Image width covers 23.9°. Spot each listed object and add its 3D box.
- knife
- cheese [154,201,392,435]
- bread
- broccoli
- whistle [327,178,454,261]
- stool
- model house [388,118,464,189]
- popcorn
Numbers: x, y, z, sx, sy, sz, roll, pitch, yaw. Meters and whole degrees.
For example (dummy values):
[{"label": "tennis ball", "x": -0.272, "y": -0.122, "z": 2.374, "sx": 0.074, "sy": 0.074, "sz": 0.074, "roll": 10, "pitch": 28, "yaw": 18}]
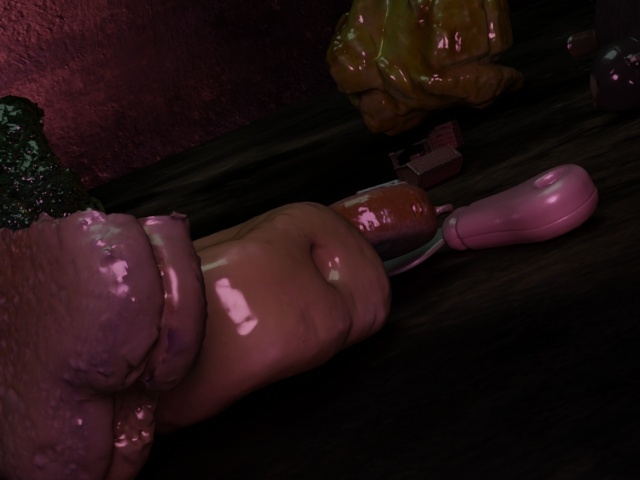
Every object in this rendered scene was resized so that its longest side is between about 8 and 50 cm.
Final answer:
[{"label": "knife", "x": 0.090, "y": 0.008, "z": 1.272, "sx": 0.336, "sy": 0.043, "sz": 0.081, "roll": -21, "pitch": 16, "yaw": 44}, {"label": "cheese", "x": -0.059, "y": 0.049, "z": 1.079, "sx": 0.218, "sy": 0.117, "sz": 0.235, "roll": -24, "pitch": 7, "yaw": -20}, {"label": "bread", "x": -0.185, "y": 0.082, "z": 0.982, "sx": 0.102, "sy": 0.183, "sz": 0.337, "roll": -6, "pitch": -3, "yaw": -39}, {"label": "broccoli", "x": -0.367, "y": -0.016, "z": 1.785, "sx": 0.275, "sy": 0.308, "sz": 0.308, "roll": 2, "pitch": -6, "yaw": -36}, {"label": "whistle", "x": 0.000, "y": 0.000, "z": 1.207, "sx": 0.220, "sy": 0.057, "sz": 0.107, "roll": -17, "pitch": -11, "yaw": 0}, {"label": "stool", "x": 0.344, "y": -0.232, "z": 1.635, "sx": 0.228, "sy": 0.153, "sz": 0.139, "roll": -29, "pitch": 12, "yaw": -35}, {"label": "model house", "x": 0.125, "y": -0.093, "z": 1.644, "sx": 0.083, "sy": 0.057, "sz": 0.058, "roll": -23, "pitch": 5, "yaw": -20}, {"label": "popcorn", "x": 0.146, "y": -0.279, "z": 2.116, "sx": 0.276, "sy": 0.226, "sz": 0.276, "roll": -19, "pitch": 6, "yaw": 2}]
